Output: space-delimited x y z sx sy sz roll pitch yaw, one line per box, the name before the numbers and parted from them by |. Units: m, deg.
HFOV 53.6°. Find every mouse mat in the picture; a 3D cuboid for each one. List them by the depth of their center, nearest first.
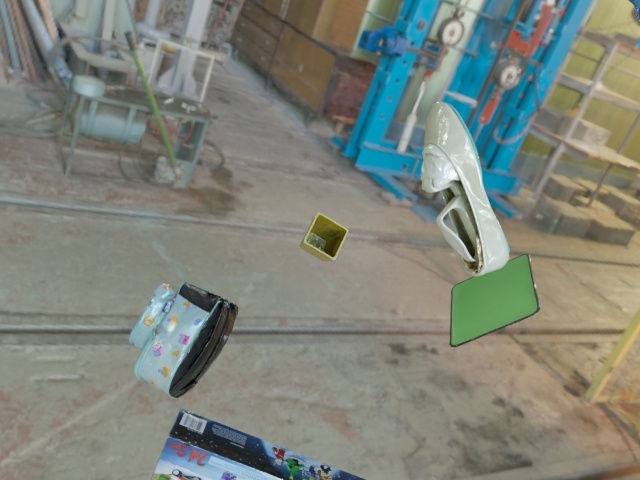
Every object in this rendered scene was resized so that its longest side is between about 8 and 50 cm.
mouse mat | 0.281 0.096 1.041 0.007 0.152 0.190 54 25 -17

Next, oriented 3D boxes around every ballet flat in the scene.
ballet flat | 0.184 -0.063 0.860 0.249 0.086 0.086 65 23 -9

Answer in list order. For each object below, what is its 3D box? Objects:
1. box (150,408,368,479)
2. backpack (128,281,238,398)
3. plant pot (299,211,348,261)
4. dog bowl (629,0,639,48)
box | -0.073 0.294 0.697 0.233 0.159 0.044 22 27 -4
backpack | -0.245 0.172 1.101 0.144 0.189 0.166 21 -10 8
plant pot | 0.000 0.000 1.423 0.081 0.081 0.083 30 -23 -10
dog bowl | 0.398 -0.336 0.740 0.074 0.166 0.297 -36 77 -29
